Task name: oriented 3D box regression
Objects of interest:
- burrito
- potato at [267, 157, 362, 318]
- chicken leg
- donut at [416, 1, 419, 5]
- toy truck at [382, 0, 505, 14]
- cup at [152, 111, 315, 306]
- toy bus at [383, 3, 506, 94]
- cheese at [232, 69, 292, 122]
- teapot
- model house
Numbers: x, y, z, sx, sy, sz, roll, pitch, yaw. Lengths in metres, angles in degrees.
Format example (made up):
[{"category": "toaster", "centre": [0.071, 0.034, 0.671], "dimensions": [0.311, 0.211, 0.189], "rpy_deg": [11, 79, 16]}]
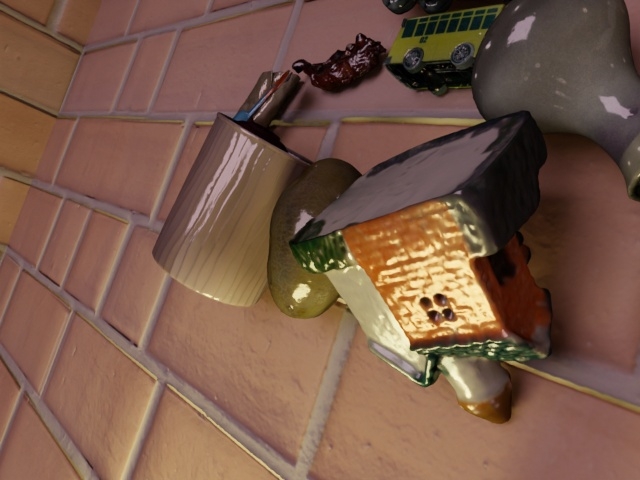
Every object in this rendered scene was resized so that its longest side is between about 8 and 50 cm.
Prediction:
[{"category": "burrito", "centre": [-0.129, -0.248, 1.136], "dimensions": [0.226, 0.060, 0.087], "rpy_deg": [-56, 48, 11]}, {"category": "potato", "centre": [0.000, 0.000, 0.810], "dimensions": [0.160, 0.177, 0.235], "rpy_deg": [24, 99, 29]}, {"category": "chicken leg", "centre": [0.028, -0.308, 1.007], "dimensions": [0.219, 0.048, 0.090], "rpy_deg": [-7, 65, 45]}, {"category": "donut", "centre": [0.167, -0.457, 0.867], "dimensions": [0.232, 0.085, 0.199], "rpy_deg": [-2, 93, 29]}, {"category": "toy truck", "centre": [0.186, -0.398, 0.742], "dimensions": [0.305, 0.136, 0.162], "rpy_deg": [14, 95, 28]}, {"category": "cup", "centre": [-0.149, -0.066, 0.967], "dimensions": [0.288, 0.208, 0.273], "rpy_deg": [37, 102, 47]}, {"category": "toy bus", "centre": [0.185, -0.265, 0.794], "dimensions": [0.175, 0.088, 0.101], "rpy_deg": [15, 83, 46]}, {"category": "cheese", "centre": [-0.141, -0.224, 1.059], "dimensions": [0.256, 0.037, 0.106], "rpy_deg": [-41, 22, 19]}, {"category": "teapot", "centre": [0.286, -0.149, 0.587], "dimensions": [0.183, 0.183, 0.251], "rpy_deg": [-49, 57, 20]}, {"category": "model house", "centre": [0.150, 0.052, 0.628], "dimensions": [0.271, 0.190, 0.301], "rpy_deg": [-17, 105, 47]}]
